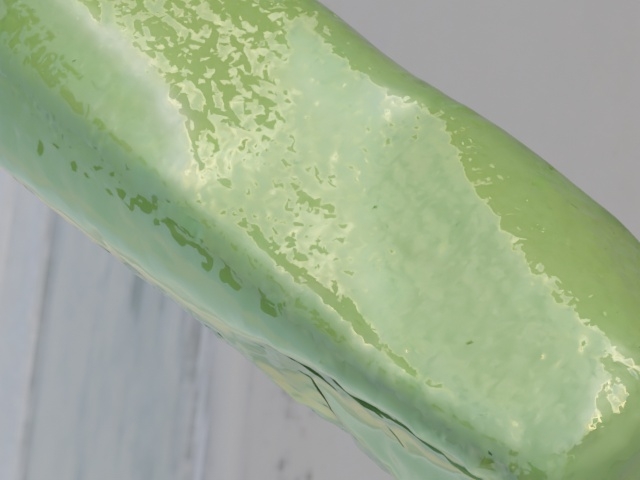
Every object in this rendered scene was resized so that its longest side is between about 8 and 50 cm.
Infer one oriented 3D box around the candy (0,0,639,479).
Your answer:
[{"bbox_3d":[0.000,0.000,0.722,0.343,0.132,0.142,38,135,30],"label":"candy"}]
